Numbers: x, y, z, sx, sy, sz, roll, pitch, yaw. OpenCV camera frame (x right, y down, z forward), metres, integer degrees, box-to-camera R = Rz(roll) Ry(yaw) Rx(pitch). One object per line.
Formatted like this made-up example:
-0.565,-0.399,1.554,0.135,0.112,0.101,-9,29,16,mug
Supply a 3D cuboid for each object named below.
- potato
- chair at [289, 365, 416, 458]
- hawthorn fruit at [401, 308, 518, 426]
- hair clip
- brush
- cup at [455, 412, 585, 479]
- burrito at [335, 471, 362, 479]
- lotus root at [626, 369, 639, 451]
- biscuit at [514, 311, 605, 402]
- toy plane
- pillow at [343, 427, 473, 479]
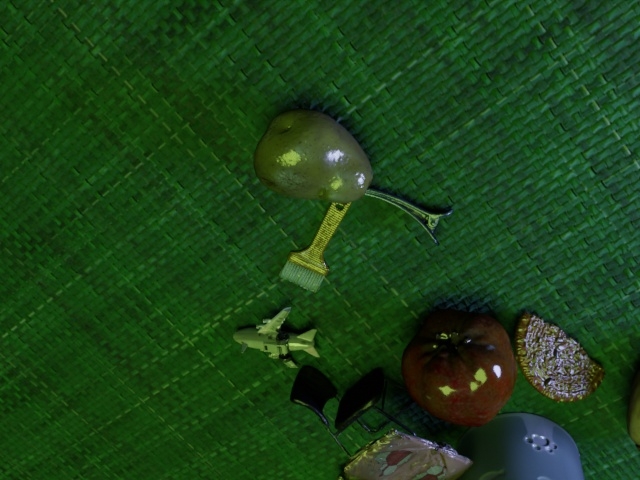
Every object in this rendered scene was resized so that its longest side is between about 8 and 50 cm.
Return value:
-0.006,-0.130,1.201,0.194,0.157,0.157,25,119,-3,potato
0.068,0.317,1.433,0.221,0.140,0.145,42,112,-8,chair
0.256,0.250,1.337,0.208,0.208,0.248,-6,134,12,hawthorn fruit
0.114,-0.065,1.279,0.230,0.039,0.070,23,99,3,hair clip
0.000,0.000,1.346,0.083,0.010,0.218,25,117,-4,brush
0.341,0.531,1.419,0.357,0.274,0.259,-14,114,15,cup
0.117,0.618,1.493,0.107,0.348,0.174,-14,116,-22,burrito
0.641,0.299,1.325,0.155,0.140,0.256,11,125,11,lotus root
0.433,0.228,1.343,0.206,0.126,0.025,35,160,-11,biscuit
-0.089,0.196,1.436,0.171,0.065,0.162,-2,128,5,toy plane
0.166,0.411,1.358,0.248,0.049,0.135,27,120,-36,pillow
